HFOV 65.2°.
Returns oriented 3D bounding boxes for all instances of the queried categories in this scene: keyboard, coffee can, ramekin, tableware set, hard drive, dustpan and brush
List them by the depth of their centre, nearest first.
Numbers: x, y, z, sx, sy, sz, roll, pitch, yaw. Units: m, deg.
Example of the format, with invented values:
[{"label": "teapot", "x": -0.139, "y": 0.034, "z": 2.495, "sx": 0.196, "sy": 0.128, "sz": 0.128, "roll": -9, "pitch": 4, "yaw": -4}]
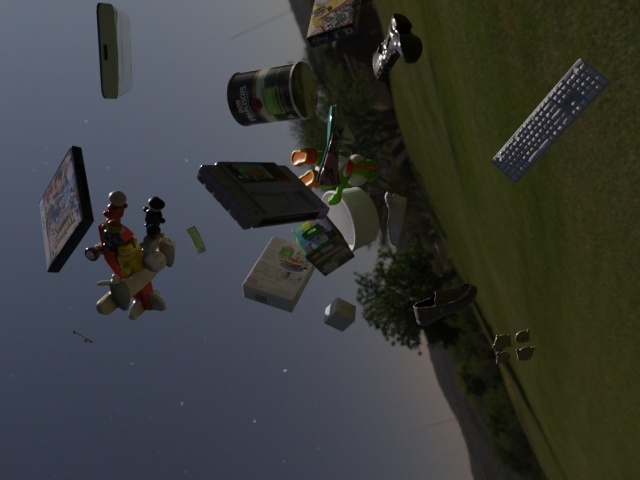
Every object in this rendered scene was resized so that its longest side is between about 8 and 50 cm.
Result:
[{"label": "keyboard", "x": 0.445, "y": -0.227, "z": 0.986, "sx": 0.014, "sy": 0.256, "sz": 0.072, "roll": -16, "pitch": -120, "yaw": -43}, {"label": "hard drive", "x": -0.532, "y": -0.491, "z": 1.306, "sx": 0.318, "sy": 0.040, "sz": 0.210, "roll": -125, "pitch": 37, "yaw": -66}, {"label": "dustpan and brush", "x": 0.208, "y": -0.085, "z": 1.411, "sx": 0.211, "sy": 0.060, "sz": 0.147, "roll": 77, "pitch": -154, "yaw": -70}, {"label": "coffee can", "x": -0.175, "y": -0.538, "z": 1.848, "sx": 0.201, "sy": 0.276, "sz": 0.201, "roll": 0, "pitch": -91, "yaw": -64}, {"label": "tableware set", "x": 0.741, "y": 0.410, "z": 1.919, "sx": 0.020, "sy": 0.169, "sz": 0.141, "roll": -107, "pitch": 7, "yaw": -68}, {"label": "ramekin", "x": 0.127, "y": -0.092, "z": 2.105, "sx": 0.277, "sy": 0.135, "sz": 0.277, "roll": 48, "pitch": 148, "yaw": 43}]

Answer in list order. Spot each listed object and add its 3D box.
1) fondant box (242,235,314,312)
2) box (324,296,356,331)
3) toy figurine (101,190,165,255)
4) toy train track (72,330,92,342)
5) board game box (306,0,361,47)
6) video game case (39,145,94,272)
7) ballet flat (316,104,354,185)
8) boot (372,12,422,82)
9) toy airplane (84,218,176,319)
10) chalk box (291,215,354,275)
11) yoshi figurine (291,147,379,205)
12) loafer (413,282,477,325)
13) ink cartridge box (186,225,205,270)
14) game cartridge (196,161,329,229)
[{"label": "fondant box", "x": -0.174, "y": 0.147, "z": 2.269, "sx": 0.096, "sy": 0.238, "sz": 0.330, "roll": 93, "pitch": -161, "yaw": -46}, {"label": "box", "x": 0.085, "y": 0.322, "z": 2.167, "sx": 0.101, "sy": 0.102, "sz": 0.087, "roll": 28, "pitch": -141, "yaw": -16}, {"label": "toy figurine", "x": -0.663, "y": -0.064, "z": 1.782, "sx": 0.213, "sy": 0.148, "sz": 0.209, "roll": 11, "pitch": -138, "yaw": -22}, {"label": "toy train track", "x": -0.808, "y": 0.330, "z": 1.696, "sx": 0.014, "sy": 0.083, "sz": 0.048, "roll": -61, "pitch": -17, "yaw": -17}, {"label": "board game box", "x": 0.050, "y": -0.756, "z": 1.674, "sx": 0.042, "sy": 0.165, "sz": 0.243, "roll": 54, "pitch": -145, "yaw": -47}, {"label": "video game case", "x": -0.716, "y": -0.083, "z": 1.397, "sx": 0.035, "sy": 0.275, "sz": 0.248, "roll": 7, "pitch": -127, "yaw": -45}, {"label": "ballet flat", "x": 0.045, "y": -0.242, "z": 1.294, "sx": 0.077, "sy": 0.079, "sz": 0.221, "roll": 110, "pitch": 170, "yaw": -76}, {"label": "boot", "x": 0.272, "y": -0.677, "z": 1.854, "sx": 0.229, "sy": 0.091, "sz": 0.262, "roll": 121, "pitch": 148, "yaw": -52}, {"label": "toy airplane", "x": -0.720, "y": 0.128, "z": 2.008, "sx": 0.384, "sy": 0.273, "sz": 0.386, "roll": 29, "pitch": -130, "yaw": -56}, {"label": "chalk box", "x": 0.000, "y": 0.000, "z": 1.682, "sx": 0.213, "sy": 0.132, "sz": 0.132, "roll": 49, "pitch": -171, "yaw": -53}, {"label": "yoshi figurine", "x": 0.053, "y": -0.251, "z": 1.883, "sx": 0.362, "sy": 0.203, "sz": 0.203, "roll": -4, "pitch": -147, "yaw": -39}, {"label": "loafer", "x": 0.449, "y": 0.221, "z": 1.818, "sx": 0.087, "sy": 0.251, "sz": 0.094, "roll": 55, "pitch": -167, "yaw": -14}, {"label": "ink cartridge box", "x": -0.617, "y": 0.051, "z": 2.583, "sx": 0.235, "sy": 0.056, "sz": 0.171, "roll": 63, "pitch": 166, "yaw": 4}, {"label": "game cartridge", "x": -0.152, "y": -0.138, "z": 1.420, "sx": 0.230, "sy": 0.068, "sz": 0.355, "roll": 49, "pitch": -149, "yaw": 19}]
